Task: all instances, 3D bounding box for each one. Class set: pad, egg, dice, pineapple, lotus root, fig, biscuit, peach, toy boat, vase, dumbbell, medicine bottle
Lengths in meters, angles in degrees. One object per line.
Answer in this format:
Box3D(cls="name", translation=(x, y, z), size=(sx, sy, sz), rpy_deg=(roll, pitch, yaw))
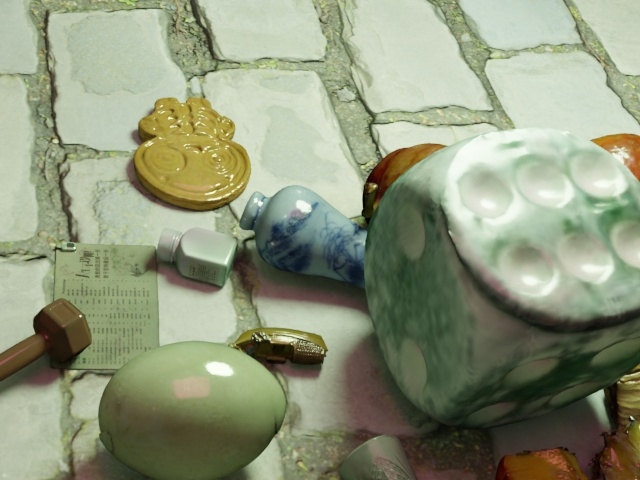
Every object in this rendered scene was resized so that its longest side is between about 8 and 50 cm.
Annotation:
Box3D(cls="pad", translation=(-0.325, 0.094, 1.887), size=(0.159, 0.009, 0.265), rpy_deg=(2, 43, -11))
Box3D(cls="egg", translation=(-0.168, 0.226, 1.643), size=(0.253, 0.186, 0.186), rpy_deg=(-6, 45, -18))
Box3D(cls="dice", translation=(0.272, 0.054, 1.760), size=(0.328, 0.348, 0.330), rpy_deg=(-10, 65, -22))
Box3D(cls="pineapple", translation=(0.480, 0.342, 1.766), size=(0.221, 0.047, 0.221), rpy_deg=(7, 47, -8))
Box3D(cls="lotus root", translation=(0.492, 0.218, 1.878), size=(0.135, 0.095, 0.159), rpy_deg=(-8, 85, -8))
Box3D(cls="fig", translation=(0.136, -0.055, 2.017), size=(0.249, 0.186, 0.204), rpy_deg=(-24, 27, -32))
Box3D(cls="biscuit", translation=(-0.224, -0.160, 2.163), size=(0.202, 0.044, 0.288), rpy_deg=(2, 45, -10))
Box3D(cls="peach", translation=(0.302, 0.346, 1.669), size=(0.151, 0.118, 0.151), rpy_deg=(42, 22, -21))
Box3D(cls="toy boat", translation=(-0.063, 0.159, 1.842), size=(0.149, 0.047, 0.049), rpy_deg=(4, 43, -9))
Box3D(cls="vase", translation=(0.117, 0.367, 1.626), size=(0.096, 0.096, 0.219), rpy_deg=(-15, 51, -26))
Box3D(cls="dumbbell", translation=(-0.426, 0.165, 1.728), size=(0.092, 0.082, 0.231), rpy_deg=(39, 50, 25))
Box3D(cls="medicine bottle", translation=(-0.195, 0.020, 1.959), size=(0.118, 0.055, 0.074), rpy_deg=(15, 43, 2))

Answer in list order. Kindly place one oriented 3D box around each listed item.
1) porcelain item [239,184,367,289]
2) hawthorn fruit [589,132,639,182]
Box3D(cls="porcelain item", translation=(0.000, 0.000, 1.971), size=(0.259, 0.141, 0.141), rpy_deg=(23, 43, 1))
Box3D(cls="hawthorn fruit", translation=(0.488, -0.046, 2.048), size=(0.258, 0.258, 0.262), rpy_deg=(19, 55, 8))
